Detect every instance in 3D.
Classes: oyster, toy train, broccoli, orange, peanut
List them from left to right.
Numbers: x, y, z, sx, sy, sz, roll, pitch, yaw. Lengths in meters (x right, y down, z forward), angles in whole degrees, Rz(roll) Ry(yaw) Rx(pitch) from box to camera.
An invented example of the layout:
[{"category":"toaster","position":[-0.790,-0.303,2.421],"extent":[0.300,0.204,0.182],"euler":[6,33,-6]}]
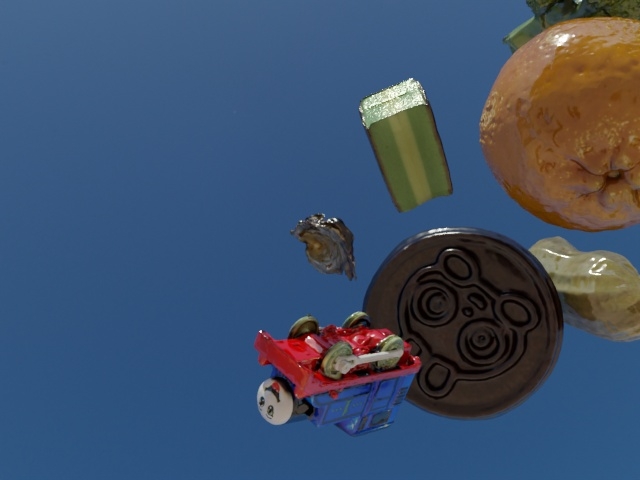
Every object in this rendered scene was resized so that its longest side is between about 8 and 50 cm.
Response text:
[{"category":"oyster","position":[0.001,-0.001,0.610],"extent":[0.029,0.132,0.086],"euler":[-36,-58,-15]},{"category":"toy train","position":[0.018,0.150,0.651],"extent":[0.204,0.083,0.131],"euler":[5,-69,-47]},{"category":"broccoli","position":[0.465,-0.397,1.070],"extent":[0.302,0.254,0.186],"euler":[-11,-116,27]},{"category":"peanut","position":[0.543,0.099,1.248],"extent":[0.159,0.340,0.174],"euler":[-9,-76,-28]},{"category":"orange","position":[0.428,-0.172,0.937],"extent":[0.341,0.293,0.340],"euler":[7,-55,10]}]

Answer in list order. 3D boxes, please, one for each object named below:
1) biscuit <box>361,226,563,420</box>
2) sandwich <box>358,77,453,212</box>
[{"category":"biscuit","position":[0.282,0.169,1.219],"extent":[0.408,0.091,0.406],"euler":[1,-88,16]},{"category":"sandwich","position":[0.095,-0.104,0.659],"extent":[0.074,0.074,0.116],"euler":[-19,-57,9]}]
